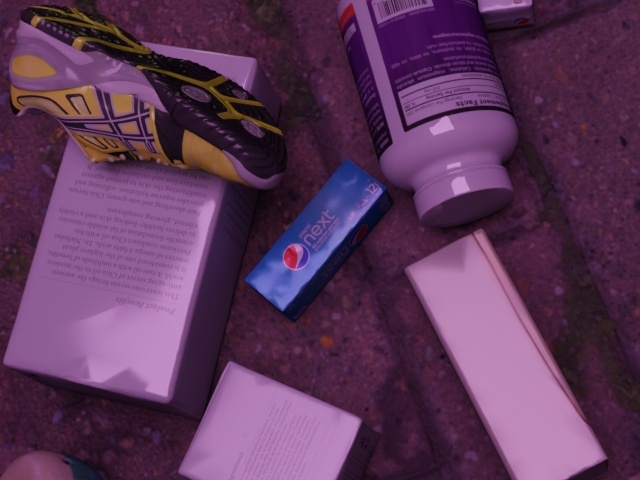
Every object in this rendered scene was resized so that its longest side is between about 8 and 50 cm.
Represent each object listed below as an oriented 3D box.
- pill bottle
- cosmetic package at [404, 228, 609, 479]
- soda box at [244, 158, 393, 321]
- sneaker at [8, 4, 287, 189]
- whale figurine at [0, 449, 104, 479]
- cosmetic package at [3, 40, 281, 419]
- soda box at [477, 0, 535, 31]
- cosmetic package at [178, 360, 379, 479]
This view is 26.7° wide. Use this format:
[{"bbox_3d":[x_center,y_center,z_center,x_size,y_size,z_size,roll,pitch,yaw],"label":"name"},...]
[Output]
[{"bbox_3d":[0.142,-0.187,1.722,0.181,0.181,0.323,-17,72,7],"label":"pill bottle"},{"bbox_3d":[0.223,0.158,1.620,0.113,0.160,0.309,-28,72,2],"label":"cosmetic package"},{"bbox_3d":[0.000,0.000,1.758,0.071,0.067,0.210,38,85,19],"label":"soda box"},{"bbox_3d":[-0.213,-0.152,1.660,0.384,0.145,0.147,30,113,15],"label":"sneaker"},{"bbox_3d":[-0.349,0.399,1.691,0.216,0.141,0.272,35,106,57],"label":"whale figurine"},{"bbox_3d":[-0.222,-0.018,1.759,0.230,0.161,0.453,11,76,14],"label":"cosmetic package"},{"bbox_3d":[0.242,-0.395,1.819,0.073,0.069,0.216,-6,73,10],"label":"soda box"},{"bbox_3d":[-0.047,0.260,1.650,0.183,0.151,0.151,22,80,15],"label":"cosmetic package"}]
